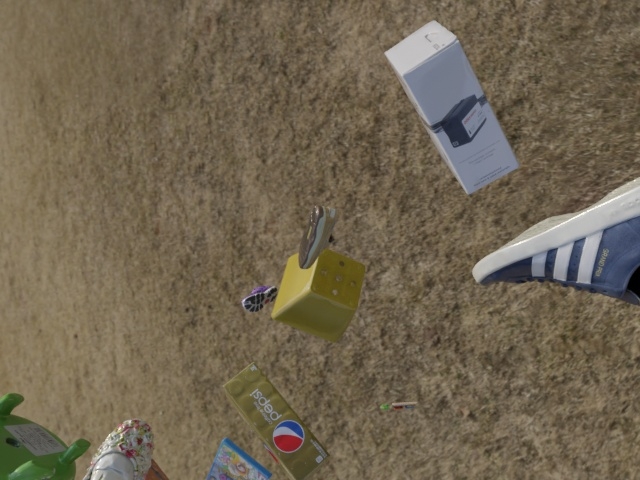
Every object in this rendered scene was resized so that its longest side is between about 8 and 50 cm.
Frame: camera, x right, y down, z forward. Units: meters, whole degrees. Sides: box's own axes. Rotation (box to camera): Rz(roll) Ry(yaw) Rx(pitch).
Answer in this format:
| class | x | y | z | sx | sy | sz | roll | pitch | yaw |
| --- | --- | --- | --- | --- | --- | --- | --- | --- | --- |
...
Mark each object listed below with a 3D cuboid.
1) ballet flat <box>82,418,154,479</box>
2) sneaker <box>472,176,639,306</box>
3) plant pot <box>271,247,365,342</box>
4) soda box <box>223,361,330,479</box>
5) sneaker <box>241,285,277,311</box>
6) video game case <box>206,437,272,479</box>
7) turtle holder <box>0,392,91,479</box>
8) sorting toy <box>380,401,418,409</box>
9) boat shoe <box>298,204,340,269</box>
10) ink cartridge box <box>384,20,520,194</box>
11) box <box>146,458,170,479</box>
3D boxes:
| class | x | y | z | sx | sy | sz | roll | pitch | yaw |
| --- | --- | --- | --- | --- | --- | --- | --- | --- | --- |
| ballet flat | -0.312 | 0.372 | 0.794 | 0.240 | 0.091 | 0.077 | -63 | 5 | -11 |
| sneaker | 0.366 | 0.033 | 0.777 | 0.148 | 0.131 | 0.350 | 60 | 145 | 3 |
| plant pot | 0.014 | 0.137 | 1.588 | 0.187 | 0.212 | 0.212 | -44 | 26 | 56 |
| soda box | -0.068 | 0.274 | 0.840 | 0.181 | 0.061 | 0.058 | 45 | 157 | 21 |
| sneaker | -0.223 | 0.201 | 1.969 | 0.071 | 0.170 | 0.068 | 13 | 107 | 28 |
| video game case | -0.171 | 0.488 | 1.132 | 0.119 | 0.015 | 0.166 | 32 | 120 | 16 |
| turtle holder | -0.548 | 0.407 | 0.901 | 0.227 | 0.243 | 0.320 | -57 | 13 | -5 |
| sorting toy | 0.177 | 0.377 | 1.275 | 0.062 | 0.083 | 0.012 | 85 | -179 | -67 |
| boat shoe | 0.000 | 0.000 | 1.333 | 0.190 | 0.072 | 0.068 | 113 | 152 | -43 |
| ink cartridge box | 0.277 | -0.286 | 1.207 | 0.129 | 0.223 | 0.307 | -30 | 117 | 13 |
| box | -0.330 | 0.519 | 1.086 | 0.170 | 0.091 | 0.130 | 43 | 170 | 17 |
